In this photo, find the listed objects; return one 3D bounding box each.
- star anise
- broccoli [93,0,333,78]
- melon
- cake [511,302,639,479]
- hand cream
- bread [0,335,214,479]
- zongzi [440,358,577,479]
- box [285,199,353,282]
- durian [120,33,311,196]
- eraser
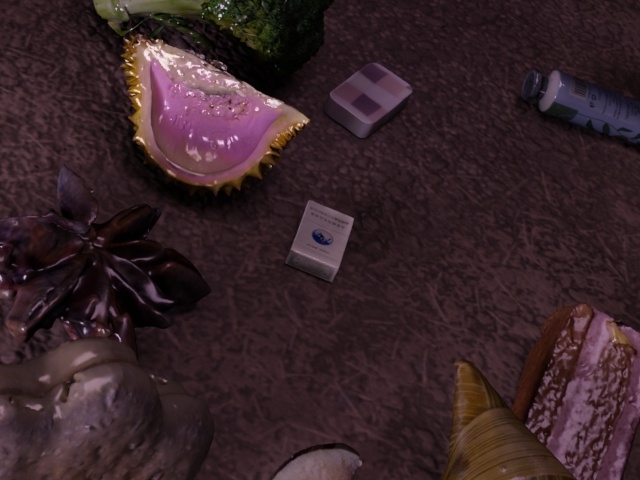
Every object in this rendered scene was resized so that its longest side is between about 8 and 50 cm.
[{"bbox_3d":[-0.216,0.029,1.329,0.212,0.129,0.283,33,34,-1],"label":"star anise"},{"bbox_3d":[-0.108,-0.304,1.615,0.283,0.321,0.304,-17,60,10],"label":"broccoli"},{"bbox_3d":[-0.019,0.236,1.266,0.098,0.054,0.182,25,43,-9],"label":"melon"},{"bbox_3d":[0.239,0.181,1.404,0.116,0.113,0.295,22,55,-2],"label":"cake"},{"bbox_3d":[0.371,-0.156,1.829,0.256,0.055,0.088,15,36,-14],"label":"hand cream"},{"bbox_3d":[-0.230,0.162,1.148,0.337,0.183,0.102,-13,47,-35],"label":"bread"},{"bbox_3d":[0.223,0.254,1.288,0.286,0.134,0.288,17,52,-15],"label":"zongzi"},{"bbox_3d":[0.000,0.000,1.523,0.054,0.024,0.083,24,42,-5],"label":"box"},{"bbox_3d":[-0.114,-0.131,1.522,0.182,0.132,0.165,4,39,-17],"label":"durian"},{"bbox_3d":[0.055,-0.162,1.706,0.065,0.026,0.105,34,44,13],"label":"eraser"}]
